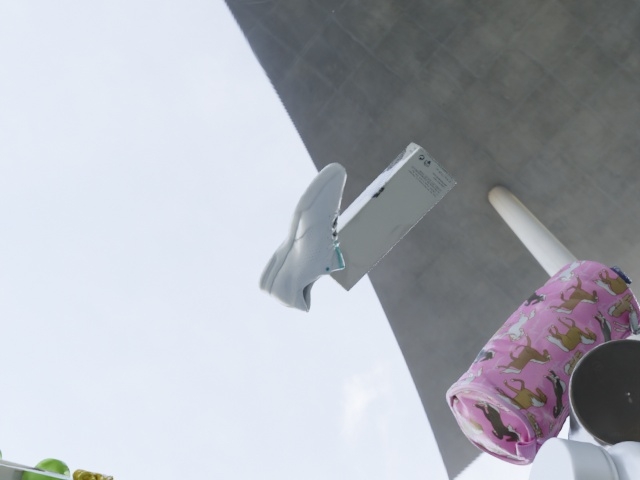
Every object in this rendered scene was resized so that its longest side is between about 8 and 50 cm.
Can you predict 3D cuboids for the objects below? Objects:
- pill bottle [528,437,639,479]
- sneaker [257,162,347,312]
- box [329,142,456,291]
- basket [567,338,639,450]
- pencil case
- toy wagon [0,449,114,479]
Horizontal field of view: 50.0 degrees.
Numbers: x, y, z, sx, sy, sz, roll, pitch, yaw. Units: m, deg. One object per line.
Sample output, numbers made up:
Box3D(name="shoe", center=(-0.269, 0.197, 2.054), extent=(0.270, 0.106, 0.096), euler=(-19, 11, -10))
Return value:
Box3D(name="pill bottle", center=(0.363, 0.292, 0.680), extent=(0.283, 0.161, 0.161), euler=(12, -72, 1))
Box3D(name="sneaker", center=(0.000, 0.000, 0.946), extent=(0.094, 0.080, 0.212), euler=(31, -74, 16))
Box3D(name="box", center=(0.108, -0.044, 1.236), extent=(0.094, 0.113, 0.275), euler=(43, -83, -9))
Box3D(name="basket", center=(0.393, 0.220, 0.853), extent=(0.204, 0.154, 0.227), euler=(-13, -33, 25))
Box3D(name="pencil case", center=(0.371, 0.189, 1.115), extent=(0.386, 0.167, 0.160), euler=(-36, -85, -32))
Box3D(name="toy wagon", center=(-0.416, 0.278, 0.826), extent=(0.344, 0.267, 0.068), euler=(7, -111, 18))
